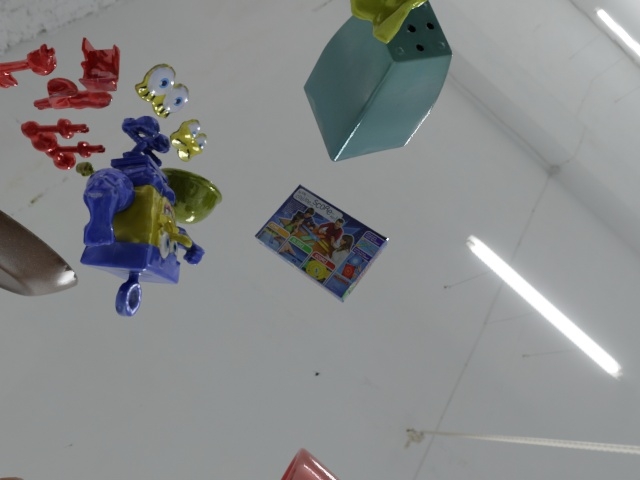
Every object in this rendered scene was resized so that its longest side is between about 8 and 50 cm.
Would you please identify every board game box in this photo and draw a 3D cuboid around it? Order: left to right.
[{"bbox_3d":[0.000,0.000,0.749,0.201,0.035,0.136,35,-105,21],"label":"board game box"}]

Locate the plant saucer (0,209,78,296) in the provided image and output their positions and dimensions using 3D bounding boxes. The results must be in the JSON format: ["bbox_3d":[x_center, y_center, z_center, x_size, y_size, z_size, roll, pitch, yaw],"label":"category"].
[{"bbox_3d":[-0.345,0.003,0.410,0.199,0.198,0.036,31,-122,-10],"label":"plant saucer"}]

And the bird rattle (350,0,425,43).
[{"bbox_3d":[0.097,-0.319,0.367,0.207,0.254,0.142,27,-115,-23],"label":"bird rattle"}]

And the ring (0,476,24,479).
[{"bbox_3d":[-0.421,0.281,0.310,0.337,0.337,0.032,-13,-97,-27],"label":"ring"}]

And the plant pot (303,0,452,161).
[{"bbox_3d":[0.098,-0.272,0.691,0.166,0.234,0.165,-16,-101,-20],"label":"plant pot"}]

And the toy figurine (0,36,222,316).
[{"bbox_3d":[-0.228,-0.017,0.480,0.192,0.362,0.216,-2,-105,-5],"label":"toy figurine"}]

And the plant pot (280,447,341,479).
[{"bbox_3d":[0.007,0.477,0.563,0.243,0.274,0.274,28,-120,10],"label":"plant pot"}]
